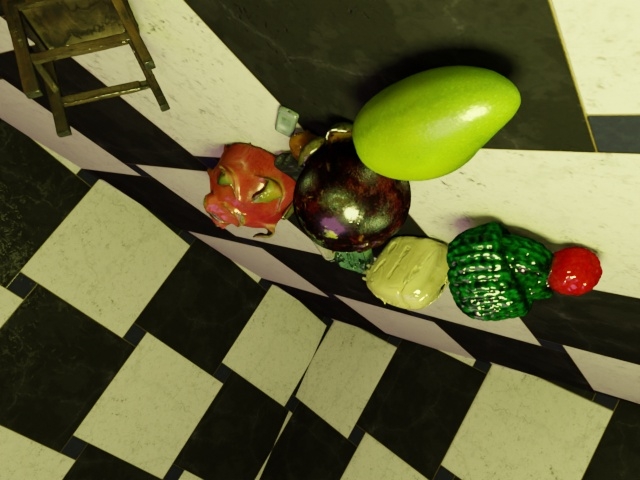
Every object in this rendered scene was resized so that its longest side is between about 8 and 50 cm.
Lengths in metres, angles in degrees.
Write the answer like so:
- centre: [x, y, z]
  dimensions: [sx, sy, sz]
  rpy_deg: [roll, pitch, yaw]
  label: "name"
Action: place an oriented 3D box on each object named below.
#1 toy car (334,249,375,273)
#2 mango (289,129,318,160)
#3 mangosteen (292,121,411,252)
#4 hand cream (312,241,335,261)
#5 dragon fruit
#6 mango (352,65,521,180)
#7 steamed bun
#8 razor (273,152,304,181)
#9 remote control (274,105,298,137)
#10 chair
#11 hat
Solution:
- centre: [0.099, 0.000, 1.809]
  dimensions: [0.141, 0.097, 0.320]
  rpy_deg: [17, 150, 27]
  label: "toy car"
- centre: [-0.036, -0.226, 1.350]
  dimensions: [0.077, 0.063, 0.127]
  rpy_deg: [11, 161, 20]
  label: "mango"
- centre: [0.066, -0.112, 1.232]
  dimensions: [0.288, 0.288, 0.288]
  rpy_deg: [23, 165, 7]
  label: "mangosteen"
- centre: [0.000, 0.000, 2.085]
  dimensions: [0.095, 0.059, 0.276]
  rpy_deg: [17, 158, 31]
  label: "hand cream"
- centre: [-0.215, -0.133, 1.639]
  dimensions: [0.306, 0.225, 0.305]
  rpy_deg: [23, 162, 8]
  label: "dragon fruit"
- centre: [0.191, -0.196, 0.920]
  dimensions: [0.192, 0.156, 0.343]
  rpy_deg: [30, 163, -23]
  label: "mango"
- centre: [0.282, 0.110, 1.673]
  dimensions: [0.166, 0.232, 0.273]
  rpy_deg: [42, 159, -32]
  label: "steamed bun"
- centre: [-0.056, -0.191, 1.512]
  dimensions: [0.090, 0.054, 0.148]
  rpy_deg: [10, 160, 44]
  label: "razor"
- centre: [-0.083, -0.286, 1.307]
  dimensions: [0.053, 0.017, 0.124]
  rpy_deg: [24, 165, -3]
  label: "remote control"
- centre: [-0.497, -0.459, 1.105]
  dimensions: [0.241, 0.416, 0.203]
  rpy_deg: [-19, 168, -8]
  label: "chair"
- centre: [0.492, 0.065, 1.306]
  dimensions: [0.332, 0.242, 0.274]
  rpy_deg: [-12, 170, 29]
  label: "hat"
